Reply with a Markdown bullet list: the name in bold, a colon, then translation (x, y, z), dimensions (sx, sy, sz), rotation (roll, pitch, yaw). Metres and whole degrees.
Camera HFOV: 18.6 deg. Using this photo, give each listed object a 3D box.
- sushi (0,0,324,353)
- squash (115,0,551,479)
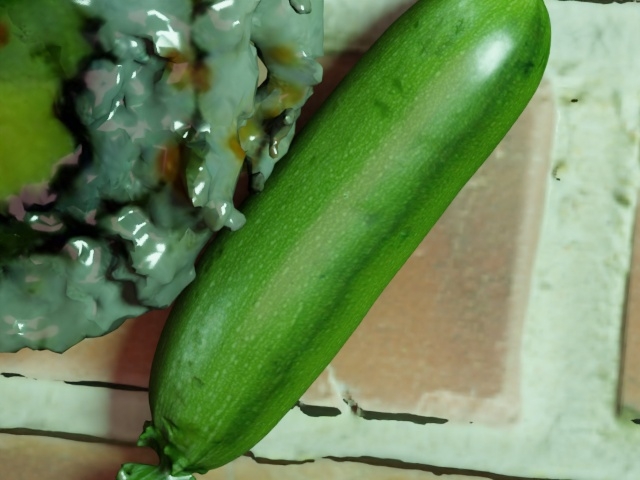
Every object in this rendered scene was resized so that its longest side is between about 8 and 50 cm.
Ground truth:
- **sushi**: translation (-0.195, -0.117, 1.028), dimensions (0.417, 0.176, 0.418), rotation (0, 117, 0)
- **squash**: translation (0.000, 0.000, 1.121), dimensions (0.101, 0.101, 0.379), rotation (36, 100, 0)
